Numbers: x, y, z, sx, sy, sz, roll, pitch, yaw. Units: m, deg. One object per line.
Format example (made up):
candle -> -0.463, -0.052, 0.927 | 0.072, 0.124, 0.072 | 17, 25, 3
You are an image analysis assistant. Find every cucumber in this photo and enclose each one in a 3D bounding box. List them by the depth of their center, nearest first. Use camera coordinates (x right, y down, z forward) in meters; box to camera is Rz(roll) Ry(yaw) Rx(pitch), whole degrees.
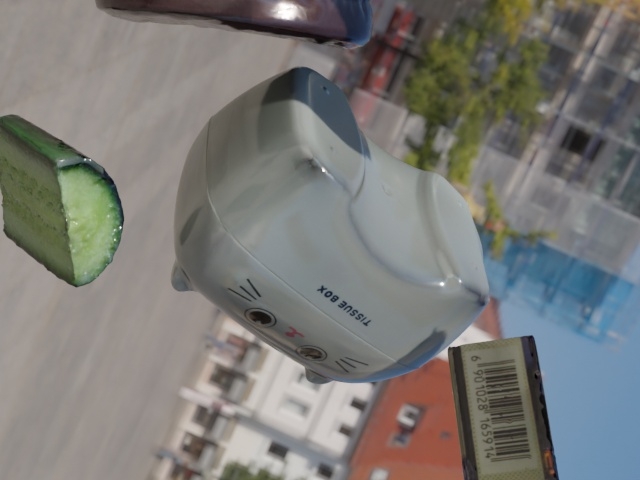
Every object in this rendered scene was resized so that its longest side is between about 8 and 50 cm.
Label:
cucumber -> -0.219, -0.039, 1.107 | 0.062, 0.115, 0.116 | -27, 133, -41

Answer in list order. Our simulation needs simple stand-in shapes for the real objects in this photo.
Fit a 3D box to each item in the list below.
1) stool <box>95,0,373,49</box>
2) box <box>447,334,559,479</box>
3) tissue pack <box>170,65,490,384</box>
stool -> -0.073, -0.285, 1.267 | 0.272, 0.272, 0.179 | -73, 170, -82
box -> 0.177, 0.265, 1.190 | 0.198, 0.084, 0.310 | 75, 9, -54
tissue pack -> 0.000, 0.000, 1.413 | 0.236, 0.333, 0.229 | -36, -146, 25
